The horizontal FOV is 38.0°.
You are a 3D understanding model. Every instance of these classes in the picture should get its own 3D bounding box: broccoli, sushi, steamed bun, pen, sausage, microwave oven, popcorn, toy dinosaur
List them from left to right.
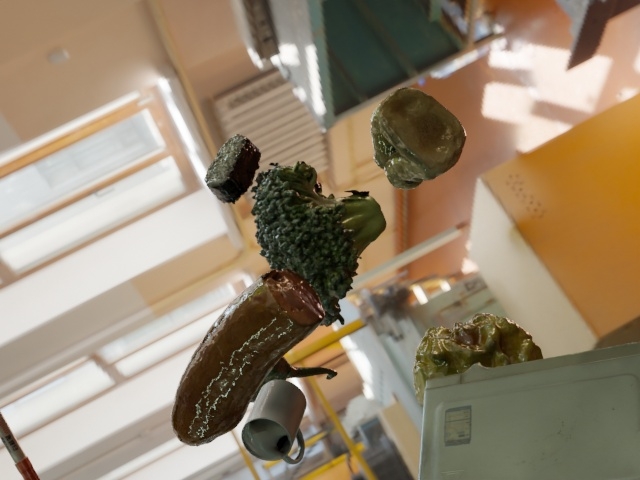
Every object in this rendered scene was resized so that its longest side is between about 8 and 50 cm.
[{"bbox_3d":[-0.583,0.359,1.721,0.239,0.028,0.028,62,173,-5],"label":"pen"},{"bbox_3d":[-0.186,-0.152,1.984,0.090,0.150,0.078,-4,144,38],"label":"sushi"},{"bbox_3d":[-0.103,0.150,1.146,0.109,0.270,0.109,27,-153,-15],"label":"sausage"},{"bbox_3d":[-0.070,0.289,2.203,0.447,0.301,0.087,105,151,-62],"label":"toy dinosaur"},{"bbox_3d":[-0.022,0.006,1.897,0.324,0.272,0.334,-50,58,35],"label":"broccoli"},{"bbox_3d":[0.160,-0.165,1.667,0.172,0.141,0.155,48,148,12],"label":"steamed bun"},{"bbox_3d":[0.294,0.252,1.737,0.249,0.249,0.225,62,-172,4],"label":"popcorn"},{"bbox_3d":[0.348,0.339,1.380,0.218,0.355,0.286,57,-150,-37],"label":"microwave oven"}]

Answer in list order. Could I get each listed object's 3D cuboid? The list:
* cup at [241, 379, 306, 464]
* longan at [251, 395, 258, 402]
[{"bbox_3d":[-0.085,0.355,1.763,0.133,0.099,0.136,-67,-25,-62],"label":"cup"},{"bbox_3d":[-0.181,0.331,2.429,0.204,0.159,0.185,-121,6,-64],"label":"longan"}]
